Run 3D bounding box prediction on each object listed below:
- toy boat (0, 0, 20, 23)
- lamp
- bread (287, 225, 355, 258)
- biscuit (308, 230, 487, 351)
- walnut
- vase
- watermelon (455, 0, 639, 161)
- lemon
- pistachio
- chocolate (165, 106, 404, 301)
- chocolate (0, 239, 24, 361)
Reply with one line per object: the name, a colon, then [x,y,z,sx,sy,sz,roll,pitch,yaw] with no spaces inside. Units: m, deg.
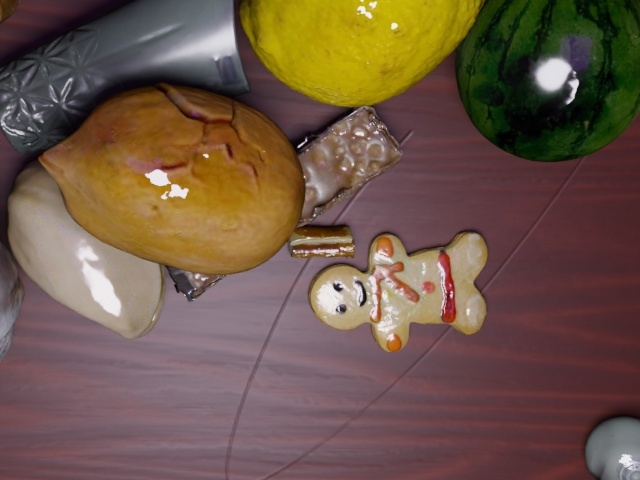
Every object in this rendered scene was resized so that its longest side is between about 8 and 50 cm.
toy boat: [-0.487,-0.269,1.078,0.293,0.108,0.099,-7,60,-3]
lamp: [0.398,0.281,1.230,0.105,0.105,0.105,0,93,-8]
bread: [0.000,0.000,1.186,0.083,0.047,0.036,-1,134,-8]
biscuit: [0.102,0.066,1.213,0.235,0.030,0.153,-2,92,-9]
walnut: [-0.150,-0.068,1.014,0.298,0.203,0.203,9,92,-36]
vase: [-0.223,-0.190,1.103,0.301,0.156,0.251,-21,119,-1]
watermelon: [0.276,-0.213,1.116,0.243,0.242,0.242,0,93,-8]
lemon: [0.039,-0.286,1.059,0.268,0.322,0.268,21,54,-32]
pistachio: [-0.269,0.011,1.098,0.153,0.138,0.237,-28,92,1]
chocolate: [-0.052,-0.045,1.165,0.329,0.065,0.102,-34,72,-5]
chocolate: [-0.455,0.076,1.037,0.303,0.213,0.303,-8,61,14]
